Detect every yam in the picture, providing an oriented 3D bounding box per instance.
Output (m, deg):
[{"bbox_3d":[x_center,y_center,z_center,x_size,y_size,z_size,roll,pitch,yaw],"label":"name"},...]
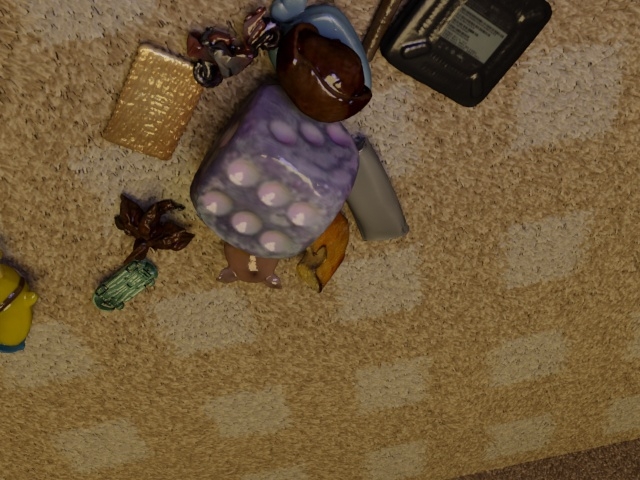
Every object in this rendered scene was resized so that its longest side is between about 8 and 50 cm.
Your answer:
[{"bbox_3d":[0.151,-0.511,1.295,0.045,0.045,0.326,31,125,8],"label":"yam"}]

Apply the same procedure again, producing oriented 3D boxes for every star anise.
[{"bbox_3d":[-0.409,-0.018,1.554,0.196,0.111,0.212,0,134,-2],"label":"star anise"}]

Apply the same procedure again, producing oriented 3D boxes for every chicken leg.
[{"bbox_3d":[-0.377,-0.081,1.572,0.083,0.021,0.036,-11,124,2],"label":"chicken leg"}]

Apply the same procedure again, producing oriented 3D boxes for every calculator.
[{"bbox_3d":[-0.005,-0.384,1.356,0.188,0.042,0.302,-22,128,20],"label":"calculator"}]

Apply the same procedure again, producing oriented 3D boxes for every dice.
[{"bbox_3d":[-0.098,-0.145,1.371,0.270,0.271,0.270,34,128,-17],"label":"dice"}]

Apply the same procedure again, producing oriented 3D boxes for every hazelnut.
[{"bbox_3d":[0.001,-0.327,1.257,0.161,0.170,0.201,-29,122,9],"label":"hazelnut"}]

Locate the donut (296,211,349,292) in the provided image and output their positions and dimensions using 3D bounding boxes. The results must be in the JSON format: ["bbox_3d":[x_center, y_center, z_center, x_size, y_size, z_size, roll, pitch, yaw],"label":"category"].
[{"bbox_3d":[0.003,0.001,1.638,0.152,0.101,0.259,-44,144,-29],"label":"donut"}]

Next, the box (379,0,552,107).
[{"bbox_3d":[0.308,-0.443,1.357,0.290,0.073,0.289,21,123,-31],"label":"box"}]

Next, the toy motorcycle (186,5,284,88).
[{"bbox_3d":[-0.181,-0.397,1.293,0.213,0.084,0.118,-28,121,15],"label":"toy motorcycle"}]

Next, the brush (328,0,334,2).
[{"bbox_3d":[-0.052,-0.519,1.256,0.190,0.034,0.027,19,114,-25],"label":"brush"}]

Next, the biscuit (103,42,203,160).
[{"bbox_3d":[-0.356,-0.293,1.390,0.160,0.030,0.249,17,124,-25],"label":"biscuit"}]

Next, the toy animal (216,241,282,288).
[{"bbox_3d":[-0.160,-0.007,1.605,0.165,0.149,0.248,9,117,1],"label":"toy animal"}]

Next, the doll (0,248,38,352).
[{"bbox_3d":[-0.803,0.164,1.619,0.200,0.145,0.363,6,133,2],"label":"doll"}]

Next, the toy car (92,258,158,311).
[{"bbox_3d":[-0.516,0.113,1.686,0.186,0.058,0.093,-37,127,4],"label":"toy car"}]

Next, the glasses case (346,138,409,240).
[{"bbox_3d":[0.115,-0.119,1.598,0.128,0.083,0.308,-20,131,13],"label":"glasses case"}]
